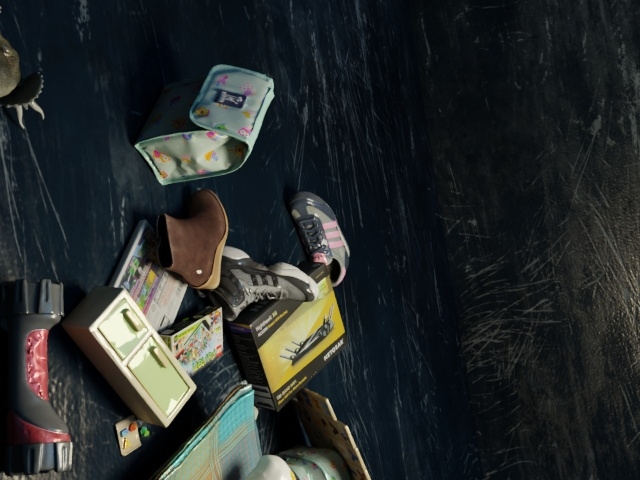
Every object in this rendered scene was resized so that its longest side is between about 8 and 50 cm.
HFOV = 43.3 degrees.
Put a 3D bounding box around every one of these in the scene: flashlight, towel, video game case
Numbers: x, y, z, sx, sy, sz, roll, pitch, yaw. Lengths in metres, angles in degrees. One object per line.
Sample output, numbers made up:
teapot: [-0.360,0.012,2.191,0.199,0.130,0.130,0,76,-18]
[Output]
flashlight: [-0.447,0.216,1.285,0.103,0.103,0.304,22,61,-60]
towel: [-0.223,0.488,1.598,0.370,0.040,0.271,-43,134,-53]
video game case: [-0.346,0.090,1.643,0.183,0.023,0.201,58,33,-38]

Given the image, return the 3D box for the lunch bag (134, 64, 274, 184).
lunch bag: [-0.235,-0.254,1.730,0.160,0.262,0.223,58,33,-38]

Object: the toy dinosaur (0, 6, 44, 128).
toy dinosaur: [-0.544,-0.273,1.258,0.160,0.121,0.313,65,21,1]

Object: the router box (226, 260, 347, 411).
router box: [-0.072,0.227,1.978,0.309,0.081,0.243,-39,122,-43]

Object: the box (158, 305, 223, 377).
box: [-0.270,0.220,1.698,0.207,0.036,0.114,-30,122,-65]

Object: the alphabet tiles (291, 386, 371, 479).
alphabet tiles: [0.023,0.489,1.963,0.011,0.342,0.285,-27,100,-20]

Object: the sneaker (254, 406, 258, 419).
sneaker: [-0.186,0.419,1.829,0.058,0.052,0.135,52,28,-28]

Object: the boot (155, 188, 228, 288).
boot: [-0.277,-0.026,1.716,0.207,0.090,0.248,42,38,-62]

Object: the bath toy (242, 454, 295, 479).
bath toy: [-0.113,0.602,1.696,0.129,0.151,0.348,-22,132,-26]

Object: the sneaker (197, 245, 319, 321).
sneaker: [-0.145,0.121,1.829,0.101,0.269,0.153,110,-1,-54]

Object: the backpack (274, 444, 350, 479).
backpack: [-0.025,0.580,1.927,0.144,0.188,0.165,-11,92,-54]

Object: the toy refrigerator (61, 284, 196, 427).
toy refrigerator: [-0.344,0.215,1.483,0.102,0.094,0.269,-53,129,-35]

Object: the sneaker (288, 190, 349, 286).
sneaker: [0.000,0.000,2.302,0.319,0.112,0.131,56,31,-38]

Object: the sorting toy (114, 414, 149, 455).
sorting toy: [-0.354,0.363,1.528,0.083,0.012,0.062,-22,100,-64]
